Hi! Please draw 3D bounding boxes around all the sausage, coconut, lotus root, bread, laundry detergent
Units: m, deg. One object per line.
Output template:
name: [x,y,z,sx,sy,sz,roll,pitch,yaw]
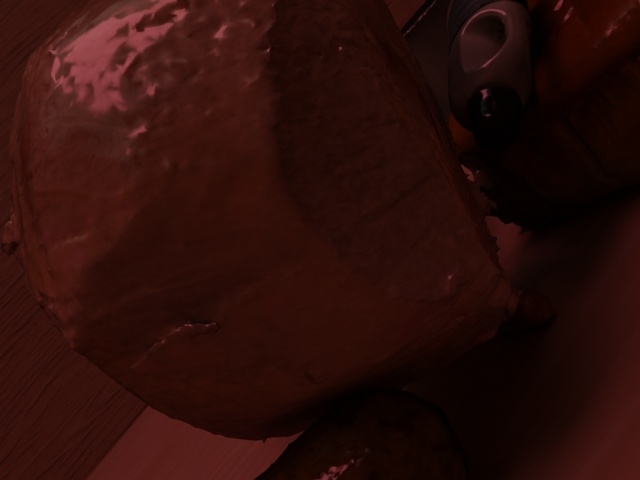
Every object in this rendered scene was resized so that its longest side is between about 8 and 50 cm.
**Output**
sausage: [0.168,0.063,0.614,0.034,0.034,0.083,-51,8,-20]
coconut: [-0.069,-0.031,0.579,0.404,0.404,0.404,-47,7,8]
lotus root: [-0.004,0.212,0.484,0.260,0.128,0.145,-42,-8,-3]
bread: [0.265,-0.167,0.670,0.388,0.183,0.236,-38,15,54]
laundry detergent: [0.152,-0.162,0.630,0.099,0.070,0.225,-55,17,43]

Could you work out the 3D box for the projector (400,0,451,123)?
projector: [0.258,-0.267,0.962,0.248,0.249,0.248,-45,8,29]
